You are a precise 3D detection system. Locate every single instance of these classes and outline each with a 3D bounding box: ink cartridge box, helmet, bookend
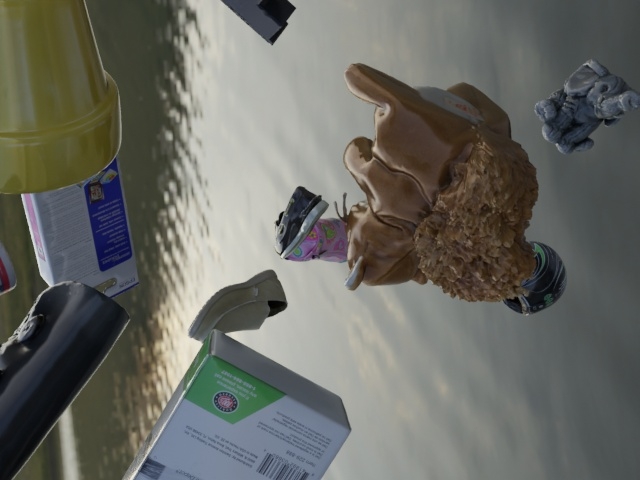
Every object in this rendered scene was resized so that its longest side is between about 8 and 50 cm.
[{"bbox_3d":[-0.443,-0.044,1.715,0.069,0.176,0.370,26,132,39],"label":"ink cartridge box"},{"bbox_3d":[-0.127,0.297,1.222,0.289,0.211,0.121,-58,11,8],"label":"ink cartridge box"},{"bbox_3d":[0.509,0.084,2.243,0.169,0.161,0.169,45,165,15],"label":"helmet"},{"bbox_3d":[-0.107,-0.496,1.873,0.157,0.156,0.072,-27,27,58],"label":"bookend"}]

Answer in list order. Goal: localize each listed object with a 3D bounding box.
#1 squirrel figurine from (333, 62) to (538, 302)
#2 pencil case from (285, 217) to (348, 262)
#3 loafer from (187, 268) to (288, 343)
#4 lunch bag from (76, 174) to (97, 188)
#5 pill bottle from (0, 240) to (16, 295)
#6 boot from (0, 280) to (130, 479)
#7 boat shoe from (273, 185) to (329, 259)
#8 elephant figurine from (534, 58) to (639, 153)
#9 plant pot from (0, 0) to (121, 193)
[{"bbox_3d":[0.178,-0.046,1.573,0.397,0.281,0.370,46,124,37],"label":"squirrel figurine"},{"bbox_3d":[0.000,0.000,2.278,0.284,0.124,0.124,3,-101,-66],"label":"pencil case"},{"bbox_3d":[-0.153,0.138,1.851,0.092,0.268,0.102,44,130,13],"label":"loafer"},{"bbox_3d":[-0.364,-0.131,1.397,0.053,0.083,0.071,-32,21,28],"label":"lunch bag"},{"bbox_3d":[-0.520,0.057,1.269,0.108,0.180,0.108,36,141,36],"label":"pill bottle"},{"bbox_3d":[-0.377,0.253,1.160,0.367,0.445,0.146,3,137,47],"label":"boot"},{"bbox_3d":[-0.051,-0.035,1.838,0.069,0.081,0.227,42,148,3],"label":"boat shoe"},{"bbox_3d":[0.593,-0.297,1.982,0.239,0.169,0.186,-38,61,43],"label":"elephant figurine"},{"bbox_3d":[-0.385,-0.223,1.183,0.254,0.254,0.239,-117,26,-49],"label":"plant pot"}]
